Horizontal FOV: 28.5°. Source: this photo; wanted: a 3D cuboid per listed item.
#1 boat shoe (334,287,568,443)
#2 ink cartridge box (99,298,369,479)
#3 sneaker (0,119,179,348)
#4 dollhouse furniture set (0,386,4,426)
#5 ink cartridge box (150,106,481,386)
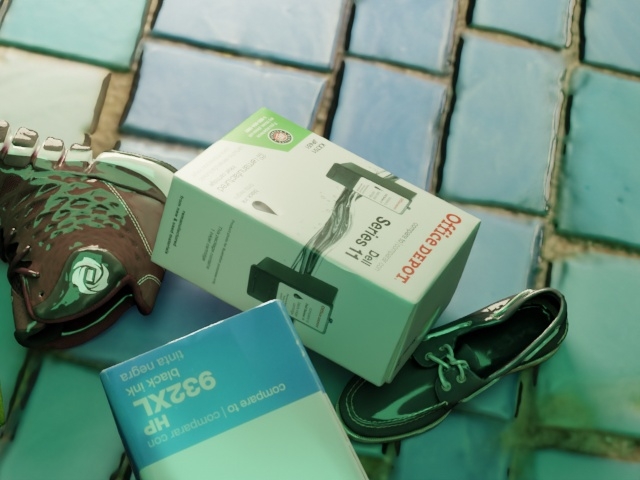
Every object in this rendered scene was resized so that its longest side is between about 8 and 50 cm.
[{"bbox_3d":[0.104,0.090,0.983,0.206,0.065,0.075,-24,67,-15],"label":"boat shoe"},{"bbox_3d":[-0.021,0.229,0.817,0.129,0.223,0.307,-21,67,-13],"label":"ink cartridge box"},{"bbox_3d":[-0.250,-0.002,0.984,0.281,0.106,0.163,9,66,0],"label":"sneaker"},{"bbox_3d":[-0.414,0.081,0.933,0.301,0.151,0.198,-21,71,18],"label":"dollhouse furniture set"},{"bbox_3d":[0.000,0.000,0.974,0.208,0.087,0.153,28,35,12],"label":"ink cartridge box"}]
